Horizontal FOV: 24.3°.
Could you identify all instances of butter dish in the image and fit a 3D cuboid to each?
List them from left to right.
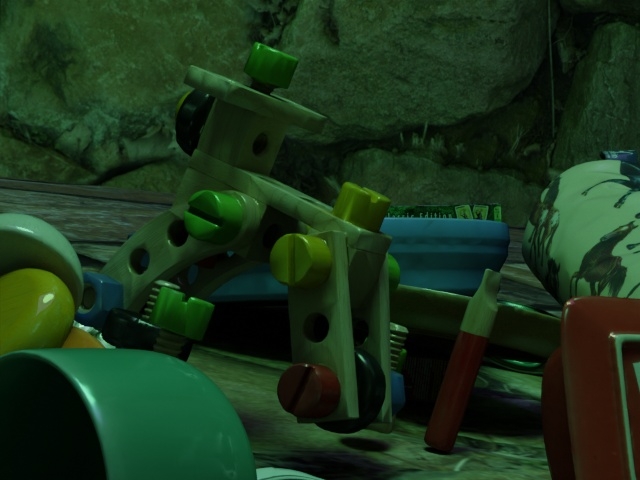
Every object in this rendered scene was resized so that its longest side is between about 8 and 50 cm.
[{"bbox_3d":[0.204,0.126,0.995,0.160,0.160,0.118,5,-17,-28],"label":"butter dish"}]

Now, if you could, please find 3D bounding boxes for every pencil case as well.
[{"bbox_3d":[0.325,0.048,1.355,0.183,0.160,0.410,-25,22,-1],"label":"pencil case"}]

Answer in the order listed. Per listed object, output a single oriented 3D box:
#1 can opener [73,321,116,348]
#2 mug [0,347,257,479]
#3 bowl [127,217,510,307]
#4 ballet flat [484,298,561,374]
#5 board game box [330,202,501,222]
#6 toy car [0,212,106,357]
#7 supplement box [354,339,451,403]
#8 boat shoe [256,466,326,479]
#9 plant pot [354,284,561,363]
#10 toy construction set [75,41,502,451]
[{"bbox_3d":[-0.279,0.071,1.186,0.280,0.074,0.093,9,-29,-12],"label":"can opener"},{"bbox_3d":[-0.098,0.109,0.656,0.097,0.129,0.157,4,7,-43],"label":"mug"},{"bbox_3d":[-0.002,0.027,1.525,0.391,0.077,0.391,-1,-3,0],"label":"bowl"},{"bbox_3d":[0.242,0.113,1.519,0.213,0.072,0.068,11,-21,18],"label":"ballet flat"},{"bbox_3d":[0.054,-0.021,1.621,0.259,0.030,0.136,-1,-5,-10],"label":"board game box"},{"bbox_3d":[-0.189,0.084,0.780,0.182,0.136,0.159,-16,37,23],"label":"toy car"},{"bbox_3d":[0.070,0.114,1.284,0.083,0.043,0.055,7,3,-11],"label":"supplement box"},{"bbox_3d":[0.002,0.151,0.797,0.142,0.049,0.040,7,6,-31],"label":"boat shoe"},{"bbox_3d":[0.106,0.071,1.255,0.236,0.032,0.236,10,-7,1],"label":"plant pot"},{"bbox_3d":[0.000,0.000,1.052,0.308,0.237,0.257,20,-1,-30],"label":"toy construction set"}]
